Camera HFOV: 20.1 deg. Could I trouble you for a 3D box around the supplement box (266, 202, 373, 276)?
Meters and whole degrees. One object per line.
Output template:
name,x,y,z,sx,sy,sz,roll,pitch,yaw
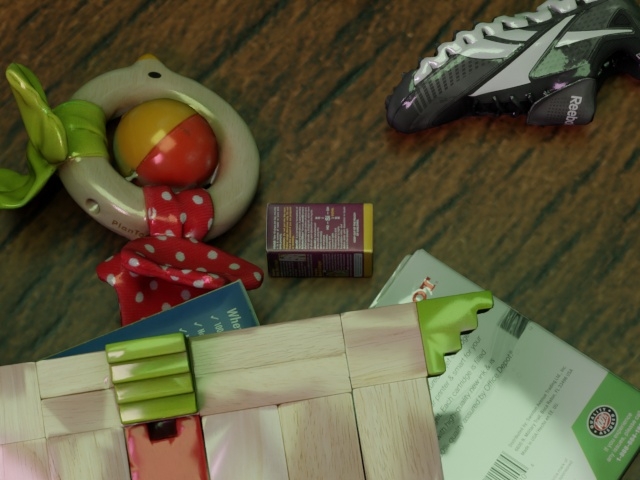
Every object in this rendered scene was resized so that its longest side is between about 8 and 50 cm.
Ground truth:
supplement box,0.000,0.000,1.403,0.083,0.055,0.043,0,69,0

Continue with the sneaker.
sneaker,0.168,-0.129,1.434,0.234,0.078,0.106,-26,69,-10

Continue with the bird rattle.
bird rattle,-0.131,-0.055,1.383,0.253,0.143,0.207,33,49,16

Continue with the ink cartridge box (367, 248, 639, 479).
ink cartridge box,0.115,0.135,1.331,0.219,0.092,0.160,34,74,12

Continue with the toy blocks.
toy blocks,-0.061,0.192,1.144,0.381,0.191,0.261,-9,83,-2

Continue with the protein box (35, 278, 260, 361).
protein box,-0.110,0.170,1.299,0.201,0.136,0.200,-22,71,-7
